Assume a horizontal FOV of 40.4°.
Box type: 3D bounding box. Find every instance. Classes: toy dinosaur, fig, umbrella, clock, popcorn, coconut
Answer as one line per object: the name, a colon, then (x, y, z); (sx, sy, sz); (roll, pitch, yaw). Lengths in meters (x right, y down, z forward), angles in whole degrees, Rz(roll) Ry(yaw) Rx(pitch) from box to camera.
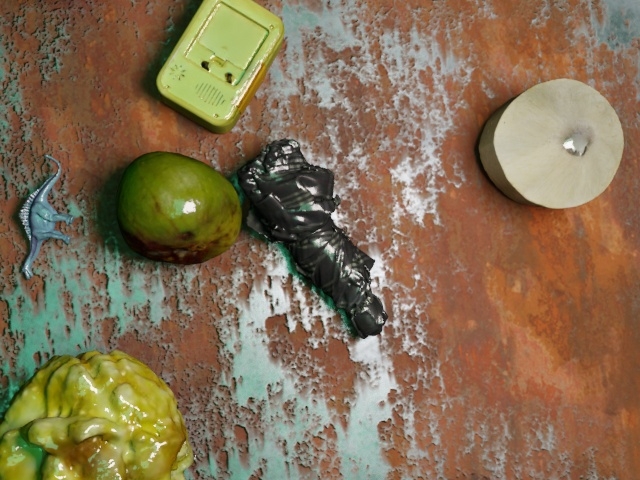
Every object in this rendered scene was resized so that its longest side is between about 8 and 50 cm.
toy dinosaur: (-0.426, -0.033, 1.350); (0.080, 0.045, 0.197); (11, 94, -3)
fig: (-0.221, -0.052, 1.317); (0.181, 0.181, 0.191); (-36, 69, -8)
umbrella: (0.008, -0.009, 1.368); (0.154, 0.128, 0.336); (-44, 98, 8)
clock: (-0.157, -0.283, 1.376); (0.143, 0.096, 0.202); (31, 84, -6)
popcorn: (-0.319, 0.289, 1.229); (0.282, 0.247, 0.282); (-4, 97, -40)
coconut: (0.362, -0.149, 1.363); (0.202, 0.222, 0.202); (0, 92, -7)
